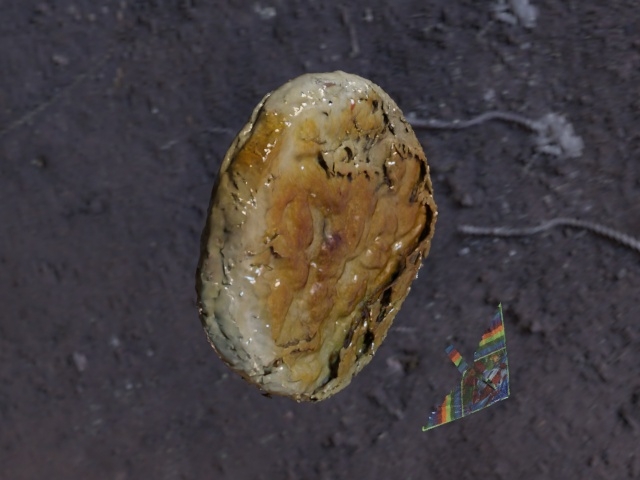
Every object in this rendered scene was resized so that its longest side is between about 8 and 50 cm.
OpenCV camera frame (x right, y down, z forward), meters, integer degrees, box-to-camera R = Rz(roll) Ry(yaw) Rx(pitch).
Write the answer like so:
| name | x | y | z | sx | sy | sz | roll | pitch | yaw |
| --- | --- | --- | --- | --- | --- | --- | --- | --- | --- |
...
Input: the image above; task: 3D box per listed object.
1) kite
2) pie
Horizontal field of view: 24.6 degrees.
| name | x | y | z | sx | sy | sz | roll | pitch | yaw |
| --- | --- | --- | --- | --- | --- | --- | --- | --- | --- |
| kite | 0.127 | 0.112 | 1.204 | 0.122 | 0.090 | 0.004 | -54 | 36 | -4 |
| pie | 0.000 | 0.000 | 1.185 | 0.055 | 0.274 | 0.274 | 12 | 108 | 40 |
